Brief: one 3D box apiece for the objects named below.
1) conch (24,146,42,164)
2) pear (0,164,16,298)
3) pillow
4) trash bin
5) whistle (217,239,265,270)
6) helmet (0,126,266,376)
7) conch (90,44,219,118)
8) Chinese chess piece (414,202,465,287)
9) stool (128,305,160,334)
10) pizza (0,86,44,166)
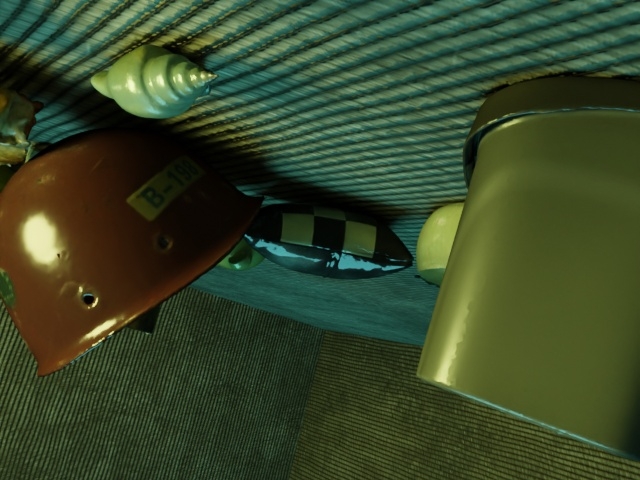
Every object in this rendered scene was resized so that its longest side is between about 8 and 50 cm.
[{"bbox_3d":[-0.449,-0.102,1.086,0.135,0.102,0.153,39,157,-31],"label":"conch"},{"bbox_3d":[-0.718,-0.030,1.190,0.352,0.352,0.413,3,170,45],"label":"pear"},{"bbox_3d":[0.000,0.000,0.948,0.250,0.106,0.186,10,-173,-6],"label":"pillow"},{"bbox_3d":[0.204,0.028,0.521,0.219,0.250,0.220,17,170,20],"label":"trash bin"},{"bbox_3d":[-0.193,-0.010,1.162,0.288,0.131,0.106,9,138,38],"label":"whistle"},{"bbox_3d":[-0.269,-0.028,0.817,0.337,0.385,0.230,-27,106,38],"label":"helmet"},{"bbox_3d":[-0.147,-0.152,0.587,0.180,0.088,0.065,13,127,41],"label":"conch"},{"bbox_3d":[0.240,0.024,0.850,0.238,0.092,0.238,13,169,3],"label":"Chinese chess piece"},{"bbox_3d":[-0.416,0.056,1.369,0.179,0.264,0.179,14,169,3],"label":"stool"},{"bbox_3d":[-0.527,-0.172,0.815,0.440,0.130,0.406,8,180,0],"label":"pizza"}]
